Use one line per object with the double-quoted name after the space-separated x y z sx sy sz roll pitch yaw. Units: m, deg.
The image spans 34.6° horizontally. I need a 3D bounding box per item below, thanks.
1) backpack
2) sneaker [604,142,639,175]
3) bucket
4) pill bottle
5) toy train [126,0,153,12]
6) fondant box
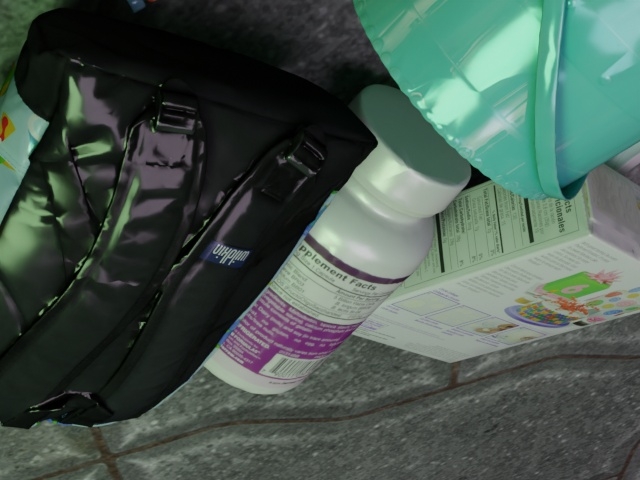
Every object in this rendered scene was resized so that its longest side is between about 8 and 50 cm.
-0.174 -0.001 0.845 0.290 0.273 0.355 8 113 -38 "backpack"
0.273 -0.135 1.019 0.256 0.094 0.151 -31 129 27 "sneaker"
0.169 -0.175 0.761 0.281 0.281 0.183 20 131 -43 "bucket"
0.000 0.000 0.975 0.169 0.169 0.301 13 132 -38 "pill bottle"
-0.070 -0.218 0.732 0.166 0.125 0.046 -29 112 -2 "toy train"
0.194 0.032 1.090 0.330 0.096 0.238 -20 151 38 "fondant box"
